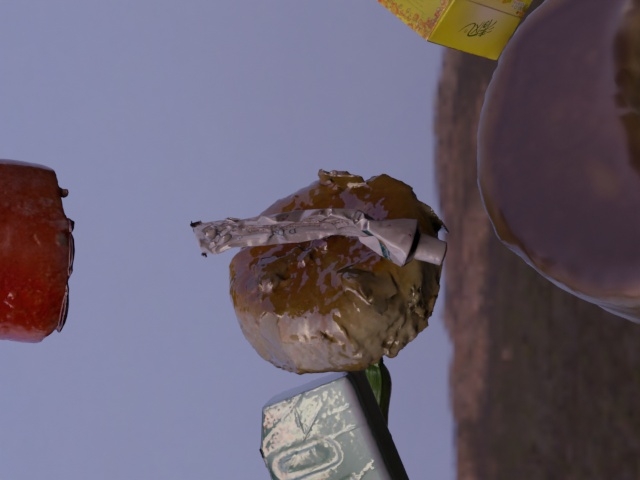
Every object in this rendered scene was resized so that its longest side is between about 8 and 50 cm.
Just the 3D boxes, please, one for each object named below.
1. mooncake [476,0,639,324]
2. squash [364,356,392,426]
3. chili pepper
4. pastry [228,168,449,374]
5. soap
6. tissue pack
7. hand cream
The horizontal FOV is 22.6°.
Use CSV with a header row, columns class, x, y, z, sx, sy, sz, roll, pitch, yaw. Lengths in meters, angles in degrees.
class,x,y,z,sx,sy,sz,roll,pitch,yaw
mooncake,0.372,-0.109,1.686,0.246,0.393,0.394,25,-87,-53
squash,0.057,0.248,2.100,0.077,0.068,0.219,152,123,-76
chili pepper,-0.504,0.001,2.217,0.229,0.305,0.251,40,114,53
pastry,0.010,0.030,1.739,0.236,0.257,0.121,-50,-43,-23
soap,0.018,0.272,1.790,0.231,0.145,0.091,68,-166,-2
tissue pack,0.074,-0.218,1.289,0.095,0.176,0.062,7,-60,-49
hand cream,0.000,-0.004,1.611,0.084,0.256,0.050,88,-175,-71
